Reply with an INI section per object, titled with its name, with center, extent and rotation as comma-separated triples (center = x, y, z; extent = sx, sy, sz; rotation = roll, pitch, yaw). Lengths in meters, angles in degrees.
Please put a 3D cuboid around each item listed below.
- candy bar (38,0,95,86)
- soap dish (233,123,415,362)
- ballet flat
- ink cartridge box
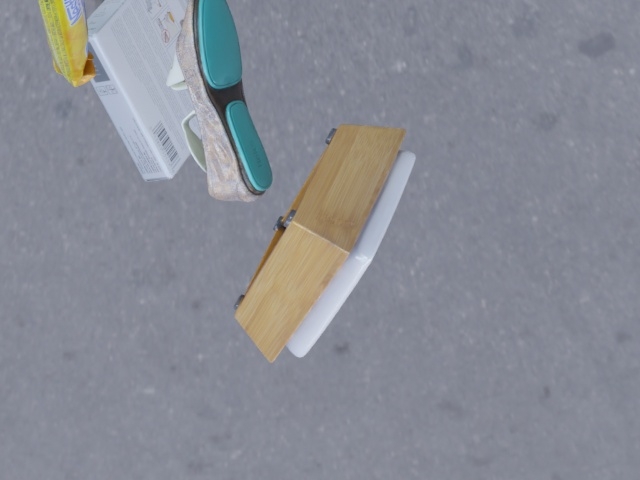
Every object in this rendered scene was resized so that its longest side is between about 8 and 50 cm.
[candy bar]
center = -0.099, -0.104, 0.462
extent = 0.018, 0.040, 0.161
rotation = -9, 165, -8
[soap dish]
center = 0.000, 0.000, 1.631
extent = 0.118, 0.229, 0.291
rotation = 29, 141, -4
[ballet flat]
center = -0.161, -0.203, 1.769
extent = 0.106, 0.107, 0.315
rotation = -12, 93, 32
[ink cartridge box]
center = -0.263, -0.274, 1.989
extent = 0.060, 0.239, 0.275
rotation = -3, 128, 30
